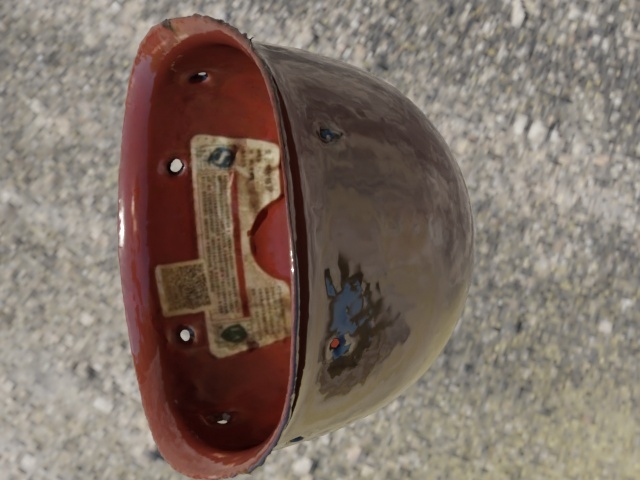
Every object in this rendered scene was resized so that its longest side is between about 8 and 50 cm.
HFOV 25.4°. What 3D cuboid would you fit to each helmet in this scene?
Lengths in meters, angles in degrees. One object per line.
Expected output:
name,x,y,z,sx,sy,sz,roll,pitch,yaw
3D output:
helmet,0.000,0.000,1.068,0.385,0.230,0.337,-13,80,63
